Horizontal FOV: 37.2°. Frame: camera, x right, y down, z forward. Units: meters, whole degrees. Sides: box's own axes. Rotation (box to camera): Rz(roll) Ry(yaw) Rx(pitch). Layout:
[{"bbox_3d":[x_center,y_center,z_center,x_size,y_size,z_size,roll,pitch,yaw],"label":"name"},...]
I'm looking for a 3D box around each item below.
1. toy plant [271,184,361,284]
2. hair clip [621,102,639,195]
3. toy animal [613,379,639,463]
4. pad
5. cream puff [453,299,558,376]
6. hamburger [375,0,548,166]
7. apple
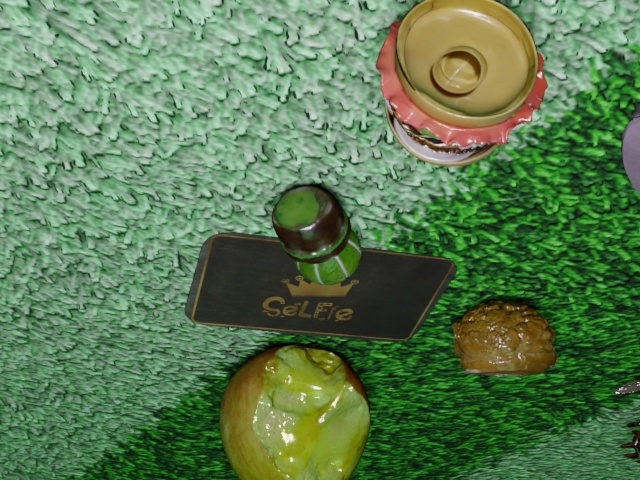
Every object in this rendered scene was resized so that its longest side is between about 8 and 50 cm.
[{"bbox_3d":[0.000,0.000,1.229,0.092,0.093,0.162,-13,146,14],"label":"toy plant"},{"bbox_3d":[0.477,-0.061,1.197,0.358,0.110,0.096,35,90,-36],"label":"hair clip"},{"bbox_3d":[0.631,0.296,1.720,0.260,0.087,0.243,-27,125,32],"label":"toy animal"},{"bbox_3d":[-0.010,0.118,1.417,0.375,0.063,0.315,6,144,-12],"label":"pad"},{"bbox_3d":[0.275,0.146,1.426,0.150,0.115,0.165,-3,168,24],"label":"cream puff"},{"bbox_3d":[0.136,-0.155,0.969,0.175,0.175,0.137,0,158,-4],"label":"hamburger"},{"bbox_3d":[-0.037,0.297,1.516,0.246,0.226,0.246,-6,154,-3],"label":"apple"}]
